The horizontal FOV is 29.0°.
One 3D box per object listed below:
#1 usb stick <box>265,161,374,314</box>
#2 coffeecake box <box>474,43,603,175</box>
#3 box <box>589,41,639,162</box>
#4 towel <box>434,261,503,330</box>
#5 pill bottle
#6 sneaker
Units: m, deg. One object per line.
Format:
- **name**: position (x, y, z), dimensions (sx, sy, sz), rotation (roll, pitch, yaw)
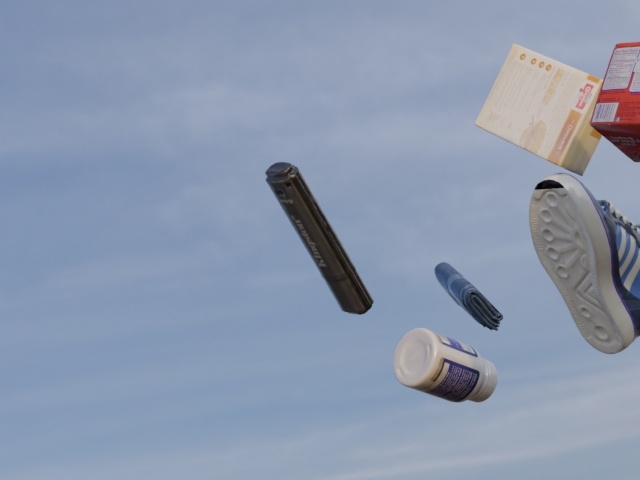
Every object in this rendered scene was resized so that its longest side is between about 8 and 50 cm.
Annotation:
- **usb stick**: position (0.000, 0.000, 1.931), dimensions (0.045, 0.278, 0.077), rotation (-38, 23, -21)
- **coffeecake box**: position (0.349, -0.202, 1.902), dimensions (0.068, 0.185, 0.142), rotation (16, -77, -46)
- **box**: position (0.496, -0.179, 1.591), dimensions (0.122, 0.128, 0.257), rotation (30, -16, -38)
- **towel**: position (0.176, 0.067, 1.493), dimensions (0.029, 0.119, 0.067), rotation (-44, -70, 2)
- **pill bottle**: position (0.233, 0.236, 2.265), dimensions (0.186, 0.112, 0.112), rotation (23, -45, -37)
- **sneaker**: position (0.468, -0.006, 1.948), dimensions (0.236, 0.323, 0.130), rotation (-38, 22, -32)
